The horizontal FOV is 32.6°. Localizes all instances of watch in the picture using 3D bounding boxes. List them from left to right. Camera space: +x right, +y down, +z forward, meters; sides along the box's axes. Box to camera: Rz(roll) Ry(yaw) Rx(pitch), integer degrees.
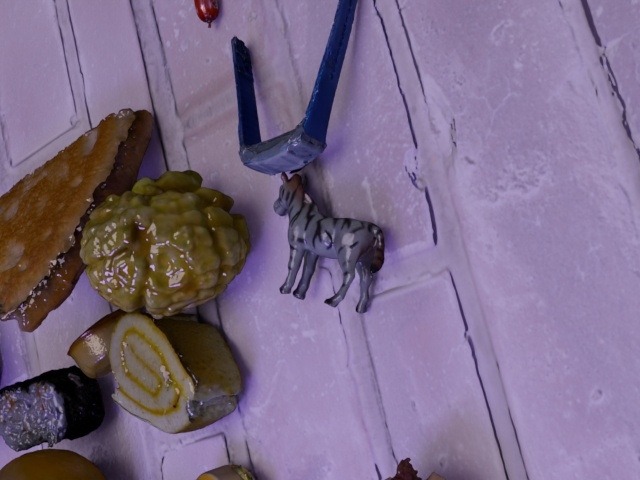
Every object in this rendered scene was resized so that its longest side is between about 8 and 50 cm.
[{"bbox_3d":[-0.026,-0.254,1.712,0.276,0.068,0.274,-25,57,36],"label":"watch"}]

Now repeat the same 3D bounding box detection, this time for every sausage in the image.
[{"bbox_3d":[-0.202,-0.438,1.898,0.050,0.048,0.145,-30,67,59],"label":"sausage"}]

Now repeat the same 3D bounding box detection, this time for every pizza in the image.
[{"bbox_3d":[-0.474,-0.013,1.949,0.435,0.080,0.391,-32,39,27],"label":"pizza"}]

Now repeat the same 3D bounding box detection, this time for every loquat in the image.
[{"bbox_3d":[-0.472,0.483,1.910,0.244,0.244,0.243,-3,85,39],"label":"loquat"}]

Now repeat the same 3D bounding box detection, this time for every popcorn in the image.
[{"bbox_3d":[-0.256,0.006,1.789,0.270,0.258,0.224,11,122,42],"label":"popcorn"}]

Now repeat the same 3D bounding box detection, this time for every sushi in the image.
[{"bbox_3d":[-0.505,0.310,2.022,0.225,0.126,0.136,-16,85,47],"label":"sushi"}]

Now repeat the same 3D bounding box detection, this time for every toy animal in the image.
[{"bbox_3d":[-0.010,0.014,1.685,0.255,0.090,0.169,34,102,33],"label":"toy animal"}]

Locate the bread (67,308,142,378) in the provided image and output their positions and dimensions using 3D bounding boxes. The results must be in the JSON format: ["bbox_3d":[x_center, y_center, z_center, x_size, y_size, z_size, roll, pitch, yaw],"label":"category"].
[{"bbox_3d":[-0.384,0.182,1.959,0.156,0.125,0.086,-40,81,26],"label":"bread"}]

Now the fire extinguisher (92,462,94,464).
[{"bbox_3d":[-0.453,0.490,2.042,0.064,0.043,0.158,9,93,21],"label":"fire extinguisher"}]

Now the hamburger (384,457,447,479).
[{"bbox_3d":[0.153,0.472,1.473,0.155,0.245,0.282,-18,120,32],"label":"hamburger"}]

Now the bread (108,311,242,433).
[{"bbox_3d":[-0.241,0.227,1.841,0.257,0.124,0.185,30,113,36],"label":"bread"}]

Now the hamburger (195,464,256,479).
[{"bbox_3d":[-0.147,0.426,1.773,0.141,0.082,0.126,-43,59,43],"label":"hamburger"}]
